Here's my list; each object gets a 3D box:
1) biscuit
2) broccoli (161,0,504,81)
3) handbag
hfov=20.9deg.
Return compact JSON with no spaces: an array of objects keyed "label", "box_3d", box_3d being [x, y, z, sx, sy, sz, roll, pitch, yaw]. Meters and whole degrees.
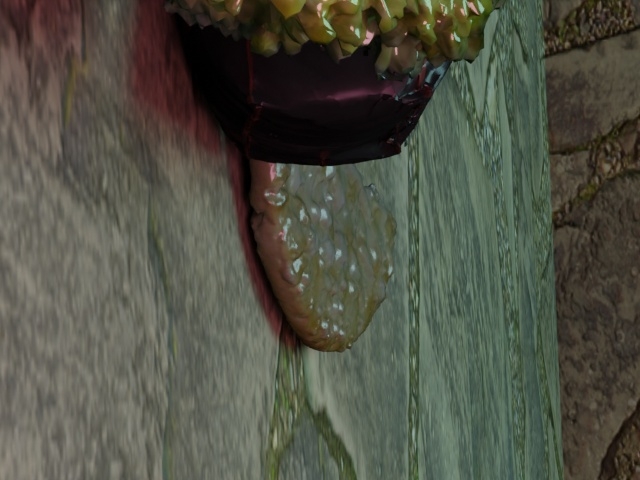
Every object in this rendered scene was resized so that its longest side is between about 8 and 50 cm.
[{"label":"biscuit","box_3d":[-0.002,0.000,1.097,0.290,0.038,0.141,52,38,-63]},{"label":"broccoli","box_3d":[0.038,-0.222,0.645,0.275,0.397,0.353,-44,139,-38]},{"label":"handbag","box_3d":[0.001,-0.149,0.909,0.169,0.155,0.215,87,2,-80]}]
